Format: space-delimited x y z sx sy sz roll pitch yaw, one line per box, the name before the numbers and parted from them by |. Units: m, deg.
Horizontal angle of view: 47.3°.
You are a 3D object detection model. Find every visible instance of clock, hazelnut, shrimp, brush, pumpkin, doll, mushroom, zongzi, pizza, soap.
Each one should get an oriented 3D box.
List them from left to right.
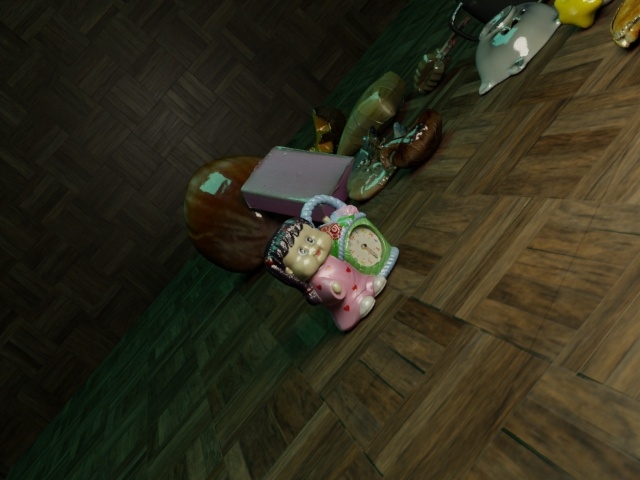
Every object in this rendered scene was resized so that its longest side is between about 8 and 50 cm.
hazelnut | -0.222 -0.079 2.093 0.372 0.315 0.372 -20 59 38
soap | -0.049 -0.147 1.871 0.259 0.081 0.181 12 54 31
clock | 0.016 0.024 1.219 0.100 0.195 0.194 -35 20 56
pumpkin | 0.040 -0.280 2.218 0.149 0.130 0.254 -16 -37 -23
zongzi | 0.138 -0.344 2.084 0.256 0.115 0.228 -52 5 37
shrimp | 0.145 -0.207 1.730 0.178 0.075 0.289 -29 22 36
mushroom | 0.191 -0.197 1.527 0.170 0.080 0.135 -39 4 39
brush | 0.303 -0.466 1.813 0.084 0.071 0.301 -50 -3 -19
doll | 0.482 -0.421 1.277 0.135 0.071 0.113 -25 8 47
pizza | 0.508 -0.368 1.073 0.176 0.036 0.184 -35 17 40

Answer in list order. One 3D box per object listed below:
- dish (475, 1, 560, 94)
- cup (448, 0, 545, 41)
dish | 0.391 -0.423 1.490 0.236 0.086 0.228 -55 15 -23
cup | 0.387 -0.536 1.629 0.223 0.177 0.169 -52 15 5
